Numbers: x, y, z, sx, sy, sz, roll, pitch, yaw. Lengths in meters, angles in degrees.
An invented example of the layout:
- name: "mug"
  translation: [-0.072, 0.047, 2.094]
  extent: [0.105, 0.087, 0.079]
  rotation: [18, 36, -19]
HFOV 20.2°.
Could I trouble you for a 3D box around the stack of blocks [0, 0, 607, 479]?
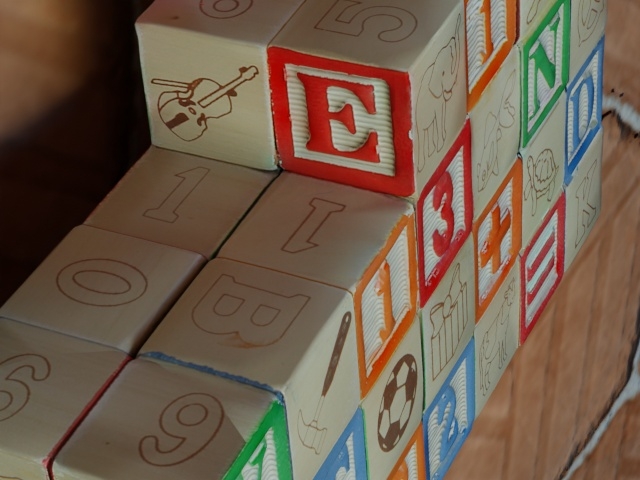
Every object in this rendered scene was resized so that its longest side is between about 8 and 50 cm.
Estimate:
- name: "stack of blocks"
  translation: [0.000, 0.000, 0.554]
  extent: [0.297, 0.087, 0.171]
  rotation: [-54, 149, -43]
